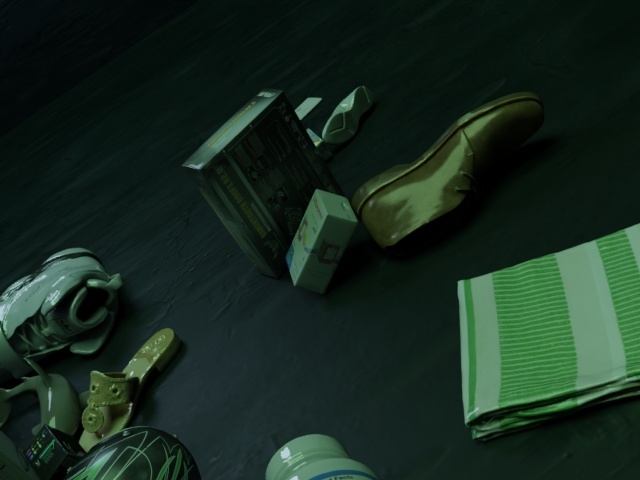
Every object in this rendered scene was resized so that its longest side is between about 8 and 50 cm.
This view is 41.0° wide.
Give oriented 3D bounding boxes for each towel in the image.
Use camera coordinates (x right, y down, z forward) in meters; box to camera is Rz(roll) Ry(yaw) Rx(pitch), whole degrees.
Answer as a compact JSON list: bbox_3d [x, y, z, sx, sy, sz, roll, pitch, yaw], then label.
[{"bbox_3d":[0.300,0.072,0.901,0.324,0.038,0.248,-22,31,21],"label":"towel"}]

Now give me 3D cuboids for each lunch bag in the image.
[{"bbox_3d":[-0.028,-0.161,1.551,0.071,0.053,0.083,-39,39,-4],"label":"lunch bag"}]

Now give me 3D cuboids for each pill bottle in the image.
[{"bbox_3d":[0.019,0.281,0.787,0.124,0.124,0.221,-35,29,-2],"label":"pill bottle"}]

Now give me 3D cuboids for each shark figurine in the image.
[{"bbox_3d":[-0.448,0.229,1.341,0.278,0.116,0.166,7,48,47],"label":"shark figurine"}]

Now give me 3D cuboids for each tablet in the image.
[{"bbox_3d":[-0.038,-0.267,1.762,0.083,0.006,0.054,-46,31,-21],"label":"tablet"}]

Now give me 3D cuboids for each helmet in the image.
[{"bbox_3d":[-0.212,0.298,0.955,0.161,0.169,0.169,-35,25,33],"label":"helmet"}]

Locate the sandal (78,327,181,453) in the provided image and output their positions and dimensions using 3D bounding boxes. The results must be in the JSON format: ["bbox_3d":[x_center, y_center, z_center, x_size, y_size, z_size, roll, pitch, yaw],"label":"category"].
[{"bbox_3d":[-0.303,0.208,1.257,0.088,0.079,0.240,-2,43,43],"label":"sandal"}]

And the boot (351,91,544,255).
[{"bbox_3d":[0.197,-0.087,1.197,0.305,0.112,0.115,-35,49,7],"label":"boot"}]

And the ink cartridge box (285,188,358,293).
[{"bbox_3d":[0.000,0.000,1.227,0.123,0.052,0.088,-64,22,21],"label":"ink cartridge box"}]

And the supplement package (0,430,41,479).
[{"bbox_3d":[-0.451,0.317,1.143,0.105,0.179,0.105,-43,31,-14],"label":"supplement package"}]

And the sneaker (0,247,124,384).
[{"bbox_3d":[-0.496,0.156,1.463,0.366,0.137,0.210,-43,28,-22],"label":"sneaker"}]

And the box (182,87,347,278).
[{"bbox_3d":[-0.077,-0.085,1.309,0.183,0.231,0.056,-47,35,-20],"label":"box"}]

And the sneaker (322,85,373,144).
[{"bbox_3d":[0.043,-0.222,1.580,0.061,0.054,0.152,-22,25,50],"label":"sneaker"}]

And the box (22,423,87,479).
[{"bbox_3d":[-0.356,0.301,1.170,0.083,0.062,0.052,28,79,46],"label":"box"}]
